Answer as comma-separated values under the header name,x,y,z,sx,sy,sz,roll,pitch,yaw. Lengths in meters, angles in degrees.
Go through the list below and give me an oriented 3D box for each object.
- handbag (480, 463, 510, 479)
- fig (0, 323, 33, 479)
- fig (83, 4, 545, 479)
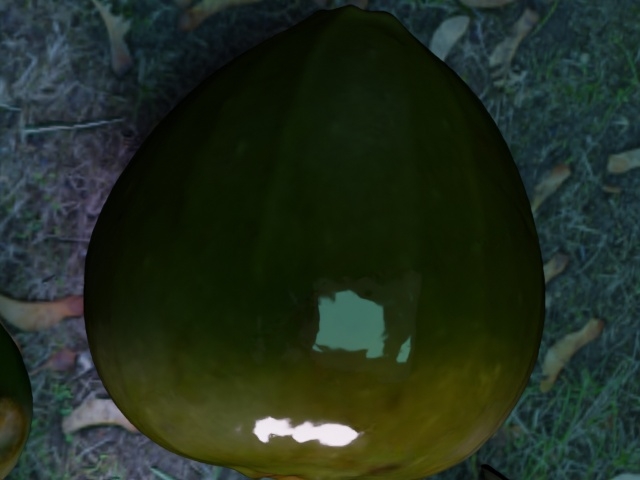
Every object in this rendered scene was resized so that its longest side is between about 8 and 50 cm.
name,x,y,z,sx,sy,sz,roll,pitch,yaw
handbag,0.190,0.372,1.345,0.160,0.236,0.359,-36,113,-14
fig,-0.270,0.100,1.129,0.181,0.191,0.181,-18,112,-56
fig,0.000,0.000,1.163,0.316,0.316,0.316,-5,104,-22
